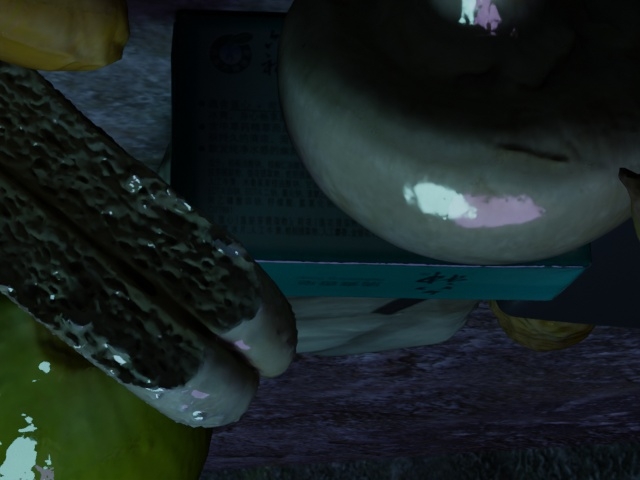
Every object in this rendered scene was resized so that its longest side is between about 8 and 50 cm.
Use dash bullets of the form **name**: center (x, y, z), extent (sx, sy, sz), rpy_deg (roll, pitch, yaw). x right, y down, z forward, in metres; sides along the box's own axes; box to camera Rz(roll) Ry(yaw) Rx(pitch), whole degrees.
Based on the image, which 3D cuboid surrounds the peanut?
- **peanut**: center (0.194, 0.042, 1.589), extent (0.108, 0.095, 0.226), rpy_deg (13, 171, 6)

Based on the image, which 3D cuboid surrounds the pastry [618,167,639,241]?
- **pastry**: center (0.334, -0.013, 0.794), extent (0.405, 0.337, 0.292), rpy_deg (-31, -157, -10)

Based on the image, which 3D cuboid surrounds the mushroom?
- **mushroom**: center (0.079, -0.103, 0.881), extent (0.207, 0.207, 0.215), rpy_deg (-2, 132, 4)

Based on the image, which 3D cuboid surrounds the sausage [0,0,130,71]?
- **sausage**: center (-0.217, -0.140, 0.776), extent (0.134, 0.116, 0.354), rpy_deg (25, -167, 41)

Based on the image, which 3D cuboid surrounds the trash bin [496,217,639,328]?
- **trash bin**: center (0.233, -0.019, 1.291), extent (0.165, 0.115, 0.225), rpy_deg (6, 163, -9)

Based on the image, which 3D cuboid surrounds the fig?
- **fig**: center (-0.232, 0.124, 1.451), extent (0.343, 0.343, 0.343), rpy_deg (-1, 166, 0)

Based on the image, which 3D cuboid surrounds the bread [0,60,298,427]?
- **bread**: center (-0.149, -0.026, 0.951), extent (0.337, 0.102, 0.183), rpy_deg (38, 178, 13)

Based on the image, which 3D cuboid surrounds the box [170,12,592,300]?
- **box**: center (0.032, -0.048, 1.098), extent (0.245, 0.153, 0.092), rpy_deg (2, 166, -7)

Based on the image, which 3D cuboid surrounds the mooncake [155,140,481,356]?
- **mooncake**: center (-0.001, -0.005, 1.295), extent (0.250, 0.136, 0.254), rpy_deg (-1, 161, -9)
